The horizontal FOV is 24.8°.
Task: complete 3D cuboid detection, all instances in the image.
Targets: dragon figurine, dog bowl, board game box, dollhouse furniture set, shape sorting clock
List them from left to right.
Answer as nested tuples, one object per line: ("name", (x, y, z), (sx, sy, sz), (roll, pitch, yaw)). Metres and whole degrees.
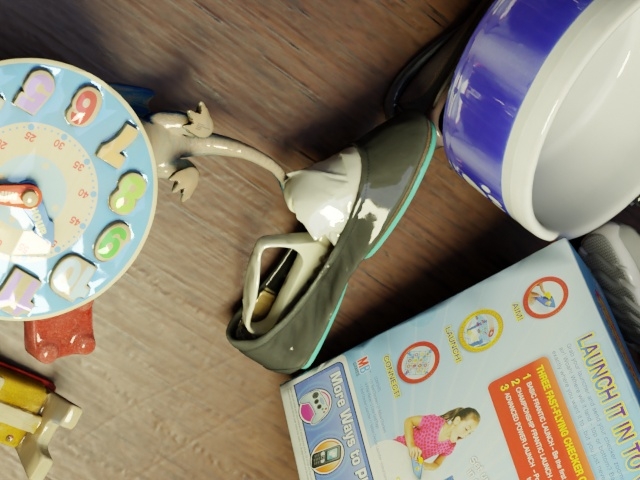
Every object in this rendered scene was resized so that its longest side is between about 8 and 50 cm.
("dollhouse furniture set", (-0.353, 0.030, 1.205), (0.374, 0.152, 0.201), (30, 93, -38))
("shape sorting clock", (-0.224, -0.037, 1.114), (0.206, 0.040, 0.206), (-7, 110, -19))
("dragon figurine", (-0.167, -0.088, 1.242), (0.289, 0.144, 0.085), (0, 102, -37))
("board game box", (0.137, 0.194, 1.238), (0.302, 0.308, 0.086), (-28, 136, 15))
("dog bowl", (0.233, -0.136, 1.271), (0.265, 0.104, 0.265), (-32, 144, -27))

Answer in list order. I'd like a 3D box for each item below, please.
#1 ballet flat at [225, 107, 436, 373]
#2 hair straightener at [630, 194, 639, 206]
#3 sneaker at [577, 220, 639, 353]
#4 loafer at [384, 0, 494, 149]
("ballet flat", (0.000, 0.000, 1.279), (0.096, 0.095, 0.280), (18, 112, -27))
("hair straightener", (0.348, -0.049, 1.441), (0.089, 0.047, 0.230), (-18, 115, 10))
("sneaker", (0.351, 0.067, 1.440), (0.115, 0.105, 0.281), (-45, 123, -8))
("loafer", (0.188, -0.193, 1.319), (0.302, 0.095, 0.109), (-47, 112, -2))
